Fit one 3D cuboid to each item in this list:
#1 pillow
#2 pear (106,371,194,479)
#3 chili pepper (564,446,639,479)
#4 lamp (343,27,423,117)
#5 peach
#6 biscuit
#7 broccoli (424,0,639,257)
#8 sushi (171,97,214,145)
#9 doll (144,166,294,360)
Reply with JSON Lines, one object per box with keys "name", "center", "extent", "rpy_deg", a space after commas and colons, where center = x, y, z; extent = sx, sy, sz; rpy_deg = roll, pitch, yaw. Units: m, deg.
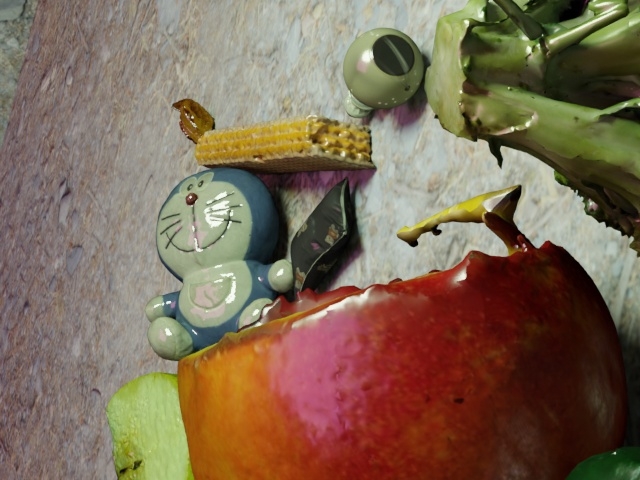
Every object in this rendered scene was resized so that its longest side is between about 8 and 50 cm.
{"name": "pillow", "center": [-0.001, 0.000, 1.540], "extent": [0.150, 0.048, 0.090], "rpy_deg": [-55, 40, 45]}
{"name": "pear", "center": [-0.153, 0.284, 1.633], "extent": [0.292, 0.159, 0.292], "rpy_deg": [-18, 69, 57]}
{"name": "chili pepper", "center": [0.259, 0.243, 0.770], "extent": [0.256, 0.233, 0.249], "rpy_deg": [-142, 49, -63]}
{"name": "lamp", "center": [0.061, -0.182, 1.455], "extent": [0.163, 0.091, 0.091], "rpy_deg": [130, 143, -70]}
{"name": "peach", "center": [0.072, 0.160, 1.055], "extent": [0.406, 0.335, 0.310], "rpy_deg": [-24, 90, 41]}
{"name": "biscuit", "center": [-0.056, -0.120, 1.636], "extent": [0.378, 0.094, 0.054], "rpy_deg": [3, 84, 63]}
{"name": "broccoli", "center": [0.225, -0.124, 0.898], "extent": [0.321, 0.283, 0.304], "rpy_deg": [-120, 31, -72]}
{"name": "sushi", "center": [-0.194, -0.178, 1.963], "extent": [0.047, 0.050, 0.099], "rpy_deg": [-49, 54, 40]}
{"name": "doll", "center": [-0.131, 0.027, 1.664], "extent": [0.228, 0.154, 0.258], "rpy_deg": [-16, 76, 26]}
